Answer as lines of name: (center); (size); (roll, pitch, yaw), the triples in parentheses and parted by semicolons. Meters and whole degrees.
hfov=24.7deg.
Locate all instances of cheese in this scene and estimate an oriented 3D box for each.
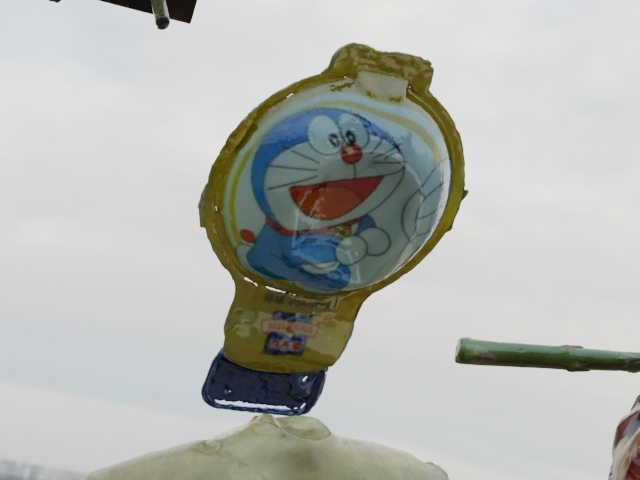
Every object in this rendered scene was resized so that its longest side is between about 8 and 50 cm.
cheese: (0.000, 0.000, 0.937); (0.177, 0.270, 0.069); (8, 28, -25)

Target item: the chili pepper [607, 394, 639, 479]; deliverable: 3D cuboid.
chili pepper: (0.219, 0.087, 0.629); (0.192, 0.086, 0.084); (0, -44, 6)

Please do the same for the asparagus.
asparagus: (0.230, 0.093, 1.154); (0.248, 0.024, 0.025); (2, -4, 4)

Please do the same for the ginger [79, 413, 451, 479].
ginger: (-0.128, 0.182, 0.697); (0.348, 0.363, 0.122); (44, -6, -15)

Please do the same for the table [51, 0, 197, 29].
table: (-0.104, -0.243, 0.878); (0.122, 0.240, 0.111); (12, 32, -14)
